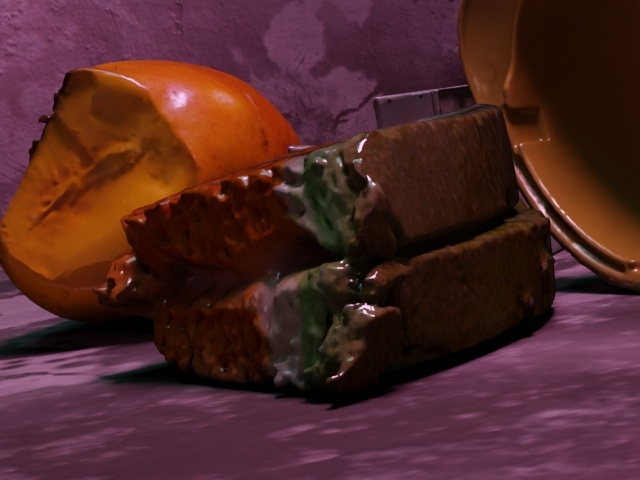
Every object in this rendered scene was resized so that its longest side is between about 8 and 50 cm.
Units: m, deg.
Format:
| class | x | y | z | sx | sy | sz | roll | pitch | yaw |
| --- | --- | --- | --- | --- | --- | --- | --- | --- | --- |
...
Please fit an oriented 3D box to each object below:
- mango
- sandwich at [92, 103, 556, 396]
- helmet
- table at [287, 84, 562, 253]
| class | x | y | z | sx | sy | sz | roll | pitch | yaw |
| --- | --- | --- | --- | --- | --- | --- | --- | --- | --- |
| mango | -0.089 | -0.024 | 1.106 | 0.187 | 0.138 | 0.257 | -48 | -14 | 15 |
| sandwich | 0.014 | -0.002 | 0.858 | 0.212 | 0.109 | 0.292 | -4 | 7 | 39 |
| helmet | 0.204 | -0.091 | 0.938 | 0.140 | 0.205 | 0.257 | -4 | 41 | -32 |
| table | 0.071 | -0.036 | 1.104 | 0.111 | 0.121 | 0.240 | -6 | 4 | 23 |
